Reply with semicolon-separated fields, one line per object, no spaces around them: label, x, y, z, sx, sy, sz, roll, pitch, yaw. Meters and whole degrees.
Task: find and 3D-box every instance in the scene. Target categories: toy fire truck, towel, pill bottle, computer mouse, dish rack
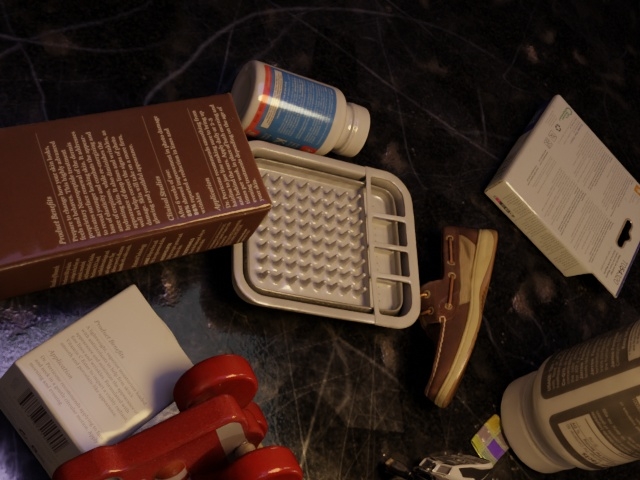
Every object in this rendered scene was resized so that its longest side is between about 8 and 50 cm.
toy fire truck;-0.164;0.292;1.057;0.254;0.302;0.169;-22;56;-13
towel;0.289;0.335;1.477;0.083;0.009;0.060;-32;87;-39
pill bottle;0.473;0.249;1.403;0.204;0.361;0.204;17;57;-29
computer mouse;0.192;0.361;1.359;0.193;0.106;0.042;8;87;-38
dish rack;0.000;0.000;1.422;0.333;0.072;0.285;12;62;-27
pill bottle;-0.033;-0.210;1.472;0.222;0.124;0.124;15;60;-25

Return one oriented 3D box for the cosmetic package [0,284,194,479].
cosmetic package;-0.281;0.180;1.102;0.184;0.151;0.151;-35;88;-38

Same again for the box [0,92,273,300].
box;-0.280;-0.063;1.195;0.382;0.143;0.191;-13;73;-27

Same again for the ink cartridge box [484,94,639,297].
ink cartridge box;0.518;-0.088;1.797;0.330;0.071;0.324;46;51;-8

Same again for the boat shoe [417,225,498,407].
boat shoe;0.209;0.116;1.486;0.123;0.123;0.341;15;61;9
